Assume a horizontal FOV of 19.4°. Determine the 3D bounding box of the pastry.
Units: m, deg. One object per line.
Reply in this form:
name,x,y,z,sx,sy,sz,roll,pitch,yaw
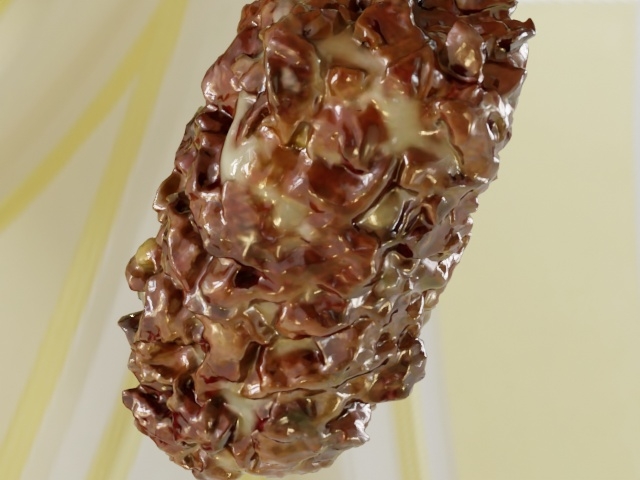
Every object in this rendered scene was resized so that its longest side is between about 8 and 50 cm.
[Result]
pastry,-0.002,-0.001,0.638,0.115,0.208,0.097,13,-149,-19
